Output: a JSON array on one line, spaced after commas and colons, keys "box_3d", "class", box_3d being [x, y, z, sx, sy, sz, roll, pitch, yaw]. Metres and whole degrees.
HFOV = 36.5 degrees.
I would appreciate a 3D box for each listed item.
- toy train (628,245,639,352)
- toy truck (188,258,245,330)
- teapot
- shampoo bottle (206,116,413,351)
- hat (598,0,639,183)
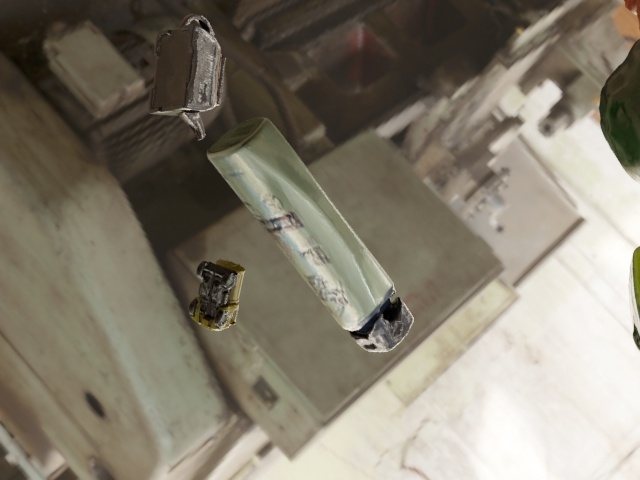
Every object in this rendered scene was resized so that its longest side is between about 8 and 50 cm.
[{"box_3d": [0.370, 0.041, 0.722, 0.272, 0.179, 0.442, -17, 166, 14], "class": "toy train"}, {"box_3d": [-0.125, 0.068, 1.196, 0.054, 0.049, 0.083, -16, 123, -60], "class": "toy truck"}, {"box_3d": [-0.177, -0.233, 1.385, 0.087, 0.177, 0.096, -1, 173, 44], "class": "teapot"}, {"box_3d": [0.000, 0.000, 1.282, 0.078, 0.359, 0.134, -48, -157, -27], "class": "shampoo bottle"}, {"box_3d": [0.328, -0.219, 0.803, 0.400, 0.285, 0.285, -37, 169, -32], "class": "hat"}]
